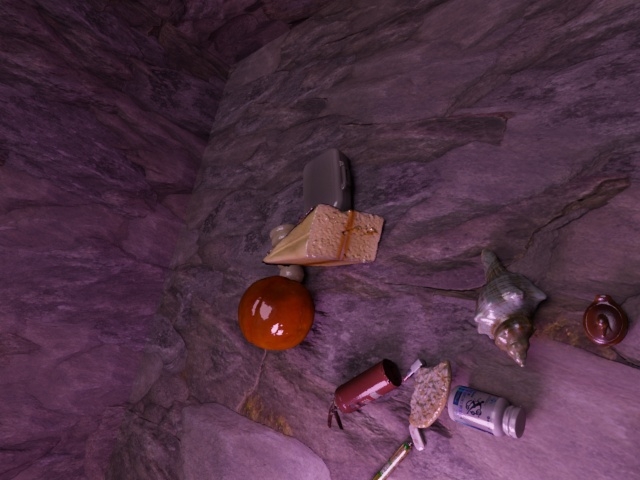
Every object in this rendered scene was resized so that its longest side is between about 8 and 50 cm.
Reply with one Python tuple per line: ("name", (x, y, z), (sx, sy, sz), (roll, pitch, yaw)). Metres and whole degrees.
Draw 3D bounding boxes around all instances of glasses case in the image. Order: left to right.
("glasses case", (0.315, 0.639, 1.320), (0.032, 0.021, 0.083), (-41, 46, 29))

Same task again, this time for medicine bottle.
("medicine bottle", (0.028, -0.254, 1.973), (0.282, 0.122, 0.376), (-26, 54, 38))
("medicine bottle", (0.474, 0.492, 1.158), (0.191, 0.107, 0.107), (1, 72, 47))

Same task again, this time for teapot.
("teapot", (0.733, 0.206, 1.044), (0.098, 0.078, 0.129), (-2, 70, 46))

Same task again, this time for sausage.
("sausage", (0.222, 0.767, 1.348), (0.269, 0.032, 0.033), (-55, 42, 12))

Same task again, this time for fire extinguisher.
("fire extinguisher", (0.141, 0.571, 1.468), (0.337, 0.106, 0.147), (-42, 34, 26))

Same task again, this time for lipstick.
("lipstick", (0.320, 0.454, 1.402), (0.107, 0.025, 0.025), (-54, 42, 21))

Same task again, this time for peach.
("peach", (-0.193, 0.306, 1.789), (0.342, 0.342, 0.302), (21, 101, 49))

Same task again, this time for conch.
("conch", (0.551, 0.175, 1.193), (0.203, 0.169, 0.387), (-8, 65, 16))

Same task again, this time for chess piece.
("chess piece", (-0.158, 0.084, 1.994), (0.167, 0.167, 0.300), (-30, 56, 34))

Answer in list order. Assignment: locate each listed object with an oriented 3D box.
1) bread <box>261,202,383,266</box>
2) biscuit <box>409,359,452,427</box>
("bread", (0.000, 0.000, 1.747), (0.404, 0.345, 0.242), (-7, 74, 53))
("biscuit", (0.349, 0.485, 1.294), (0.188, 0.040, 0.266), (-92, 22, -63))
